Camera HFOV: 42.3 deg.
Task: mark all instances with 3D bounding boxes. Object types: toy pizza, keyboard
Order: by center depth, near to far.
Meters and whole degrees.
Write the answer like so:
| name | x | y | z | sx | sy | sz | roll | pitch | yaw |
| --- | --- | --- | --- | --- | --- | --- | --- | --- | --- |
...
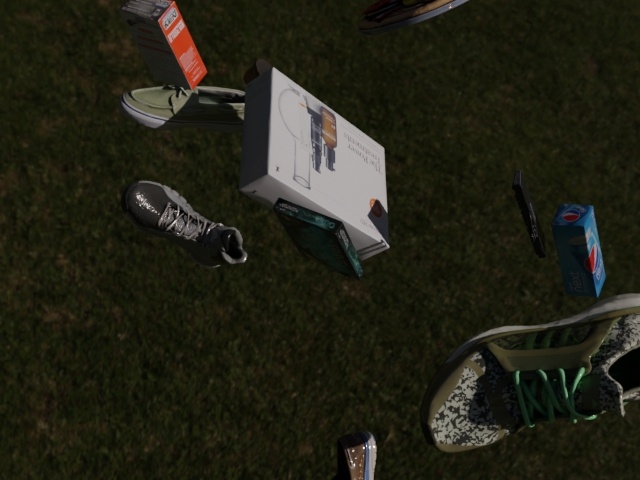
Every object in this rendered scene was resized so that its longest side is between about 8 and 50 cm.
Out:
| name | x | y | z | sx | sy | sz | roll | pitch | yaw |
| --- | --- | --- | --- | --- | --- | --- | --- | --- | --- |
| toy pizza | 0.140 | -0.336 | 1.134 | 0.201 | 0.032 | 0.201 | -21 | 21 | 8 |
| keyboard | 0.426 | -0.047 | 1.690 | 0.023 | 0.180 | 0.108 | -17 | 27 | 22 |

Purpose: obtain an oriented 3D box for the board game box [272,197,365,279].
| name | x | y | z | sx | sy | sz | roll | pitch | yaw |
| --- | --- | --- | --- | --- | --- | --- | --- | --- | --- |
| board game box | 0.000 | 0.000 | 1.410 | 0.126 | 0.186 | 0.026 | 22 | 71 | 25 |

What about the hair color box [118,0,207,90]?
| name | x | y | z | sx | sy | sz | roll | pitch | yaw |
| --- | --- | --- | --- | --- | --- | --- | --- | --- | --- |
| hair color box | -0.272 | -0.346 | 1.441 | 0.093 | 0.167 | 0.053 | 21 | 66 | 25 |

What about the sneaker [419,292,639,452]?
| name | x | y | z | sx | sy | sz | roll | pitch | yaw |
| --- | --- | --- | --- | --- | --- | --- | --- | --- | --- |
| sneaker | 0.332 | 0.188 | 1.122 | 0.410 | 0.182 | 0.158 | -22 | 100 | -4 |

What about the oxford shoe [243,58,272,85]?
| name | x | y | z | sx | sy | sz | roll | pitch | yaw |
| --- | --- | --- | --- | --- | --- | --- | --- | --- | --- |
| oxford shoe | -0.109 | -0.316 | 1.945 | 0.076 | 0.076 | 0.212 | -30 | 91 | -53 |

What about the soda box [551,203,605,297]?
| name | x | y | z | sx | sy | sz | roll | pitch | yaw |
| --- | --- | --- | --- | --- | --- | --- | --- | --- | --- |
| soda box | 0.543 | 0.023 | 1.735 | 0.071 | 0.210 | 0.067 | 6 | 47 | 34 |

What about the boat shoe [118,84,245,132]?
| name | x | y | z | sx | sy | sz | roll | pitch | yaw |
| --- | --- | --- | --- | --- | --- | --- | --- | --- | --- |
| boat shoe | -0.301 | -0.313 | 1.867 | 0.302 | 0.094 | 0.109 | 1 | 48 | -27 |

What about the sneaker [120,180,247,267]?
| name | x | y | z | sx | sy | sz | roll | pitch | yaw |
| --- | --- | --- | --- | --- | --- | --- | --- | --- | --- |
| sneaker | -0.203 | -0.026 | 1.337 | 0.229 | 0.132 | 0.086 | 35 | 70 | -39 |

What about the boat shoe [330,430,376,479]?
| name | x | y | z | sx | sy | sz | roll | pitch | yaw |
| --- | --- | --- | --- | --- | --- | --- | --- | --- | --- |
| boat shoe | 0.045 | 0.396 | 1.313 | 0.066 | 0.066 | 0.183 | 4 | 82 | -25 |

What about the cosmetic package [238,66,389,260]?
| name | x | y | z | sx | sy | sz | roll | pitch | yaw |
| --- | --- | --- | --- | --- | --- | --- | --- | --- | --- |
| cosmetic package | -0.005 | -0.158 | 1.794 | 0.377 | 0.097 | 0.284 | 29 | 50 | -39 |
